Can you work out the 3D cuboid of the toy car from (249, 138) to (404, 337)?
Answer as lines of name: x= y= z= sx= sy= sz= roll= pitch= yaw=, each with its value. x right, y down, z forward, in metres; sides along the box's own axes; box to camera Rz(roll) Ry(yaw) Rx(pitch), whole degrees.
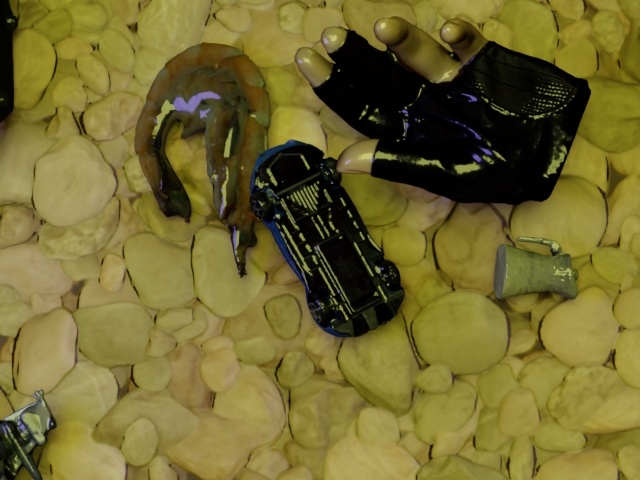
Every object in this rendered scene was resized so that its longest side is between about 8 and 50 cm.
toy car: x=0.000 y=0.000 z=1.804 sx=0.103 sy=0.063 sz=0.216 roll=-26 pitch=81 yaw=-21

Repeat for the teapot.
teapot: x=0.221 y=0.030 z=1.797 sx=0.083 sy=0.057 sz=0.067 roll=6 pitch=81 yaw=-3

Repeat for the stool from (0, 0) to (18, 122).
stool: x=-0.397 y=-0.213 z=1.804 sx=0.141 sy=0.232 sz=0.232 roll=-5 pitch=77 yaw=4

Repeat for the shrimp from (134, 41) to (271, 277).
shrimp: x=-0.126 y=-0.088 z=1.840 sx=0.145 sy=0.059 sz=0.254 roll=2 pitch=77 yaw=7

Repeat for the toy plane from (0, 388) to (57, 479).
toy plane: x=-0.329 y=0.255 z=1.761 sx=0.192 sy=0.088 sz=0.262 roll=-30 pitch=78 yaw=-4

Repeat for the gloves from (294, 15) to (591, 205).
gloves: x=0.116 y=-0.131 z=1.783 sx=0.301 sy=0.152 sz=0.197 roll=27 pitch=73 yaw=-17
